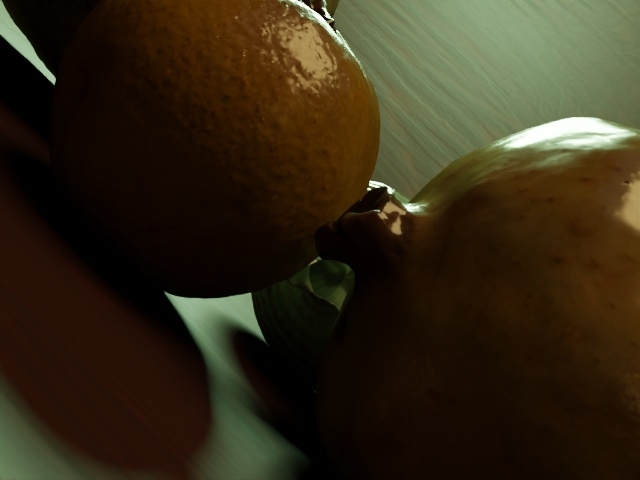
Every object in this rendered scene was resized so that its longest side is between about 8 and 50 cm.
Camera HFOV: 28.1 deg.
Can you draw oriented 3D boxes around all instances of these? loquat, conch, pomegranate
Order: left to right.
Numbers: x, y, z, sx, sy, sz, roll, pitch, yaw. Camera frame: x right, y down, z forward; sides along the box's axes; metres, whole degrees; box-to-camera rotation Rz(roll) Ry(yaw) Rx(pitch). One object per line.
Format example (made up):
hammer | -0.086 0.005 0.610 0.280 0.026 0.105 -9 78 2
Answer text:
loquat | -0.060 -0.068 0.771 0.208 0.208 0.208 45 4 -4
conch | 0.014 0.043 0.921 0.200 0.131 0.172 -14 78 -53
pomegranate | 0.140 0.081 0.739 0.307 0.307 0.307 45 4 -4

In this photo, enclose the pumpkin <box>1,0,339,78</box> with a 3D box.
pumpkin | -0.130 -0.228 1.009 0.332 0.199 0.332 47 -22 26
